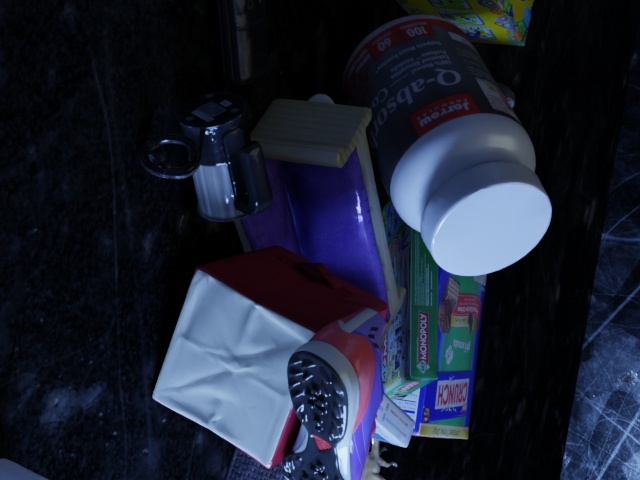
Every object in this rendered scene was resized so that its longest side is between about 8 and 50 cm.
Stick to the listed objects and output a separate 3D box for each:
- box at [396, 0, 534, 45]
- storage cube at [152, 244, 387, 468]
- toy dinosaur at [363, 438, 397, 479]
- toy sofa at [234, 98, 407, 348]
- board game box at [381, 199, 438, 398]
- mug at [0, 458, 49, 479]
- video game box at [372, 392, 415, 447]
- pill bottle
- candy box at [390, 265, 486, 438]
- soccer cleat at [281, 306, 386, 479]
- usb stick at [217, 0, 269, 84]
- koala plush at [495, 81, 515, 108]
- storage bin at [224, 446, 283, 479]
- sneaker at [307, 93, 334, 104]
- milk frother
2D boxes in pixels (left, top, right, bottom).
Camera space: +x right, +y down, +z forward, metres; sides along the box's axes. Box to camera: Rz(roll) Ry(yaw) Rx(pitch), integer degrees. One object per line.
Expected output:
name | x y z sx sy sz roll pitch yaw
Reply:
box | 0.239 -0.499 1.950 0.279 0.177 0.290 25 76 -63
storage cube | -0.061 0.134 1.499 0.193 0.183 0.215 -16 130 -62
toy dinosaur | 0.090 0.417 2.137 0.092 0.053 0.183 44 51 -43
toy sofa | 0.000 0.000 1.661 0.177 0.150 0.363 -59 148 -40
board game box | 0.136 0.074 1.891 0.213 0.046 0.317 125 -32 -71
mug | -0.299 0.258 1.229 0.078 0.064 0.062 28 73 -64
video game box | 0.011 0.224 1.700 0.187 0.205 0.048 52 54 -57
pill bottle | 0.177 -0.137 1.715 0.210 0.210 0.363 69 -1 -48
candy box | 0.186 0.183 2.130 0.268 0.122 0.317 21 76 -64
soccer cleat | 0.026 0.214 1.394 0.116 0.108 0.318 -40 145 -36
usb stick | -0.100 -0.322 1.457 0.077 0.045 0.278 -39 133 -49
koala plush | 0.203 -0.146 2.037 0.196 0.203 0.221 -77 180 -53
storage bin | -0.077 0.364 1.710 0.122 0.084 0.180 48 57 -59
sneaker | 0.003 -0.145 1.746 0.065 0.061 0.158 -91 175 -57
milk frother | -0.138 -0.080 1.428 0.143 0.129 0.135 -18 125 -13
